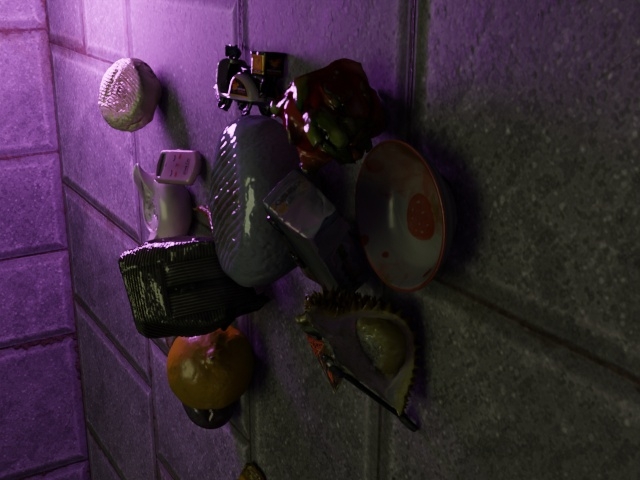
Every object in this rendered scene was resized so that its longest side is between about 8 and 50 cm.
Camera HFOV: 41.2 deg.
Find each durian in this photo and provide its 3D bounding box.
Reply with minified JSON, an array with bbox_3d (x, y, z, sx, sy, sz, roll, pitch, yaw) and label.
[{"bbox_3d":[0.063,0.175,1.564,0.172,0.167,0.306,-2,141,47],"label":"durian"}]

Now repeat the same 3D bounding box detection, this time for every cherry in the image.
[{"bbox_3d":[-0.321,0.448,2.406,0.176,0.140,0.176,49,154,35],"label":"cherry"}]

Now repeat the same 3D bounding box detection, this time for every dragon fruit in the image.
[{"bbox_3d":[0.032,-0.206,1.491,0.198,0.200,0.269,-65,32,22],"label":"dragon fruit"}]

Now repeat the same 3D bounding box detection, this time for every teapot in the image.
[{"bbox_3d":[-0.456,-0.071,2.462,0.208,0.165,0.300,-7,83,49],"label":"teapot"}]

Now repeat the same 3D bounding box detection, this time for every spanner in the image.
[{"bbox_3d":[0.093,0.287,1.589,0.015,0.254,0.054,-48,26,4],"label":"spanner"}]

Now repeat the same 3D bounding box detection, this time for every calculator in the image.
[{"bbox_3d":[-0.394,-0.202,2.348,0.174,0.032,0.100,6,80,35],"label":"calculator"}]

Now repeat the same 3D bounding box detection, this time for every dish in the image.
[{"bbox_3d":[0.163,-0.045,1.458,0.260,0.085,0.260,24,119,56],"label":"dish"}]

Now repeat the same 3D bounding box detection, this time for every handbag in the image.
[{"bbox_3d":[-0.280,0.096,1.989,0.240,0.340,0.248,-14,89,19],"label":"handbag"}]

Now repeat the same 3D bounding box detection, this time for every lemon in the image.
[{"bbox_3d":[-0.287,0.326,2.218,0.263,0.235,0.236,5,104,53],"label":"lemon"}]

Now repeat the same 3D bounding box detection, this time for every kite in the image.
[{"bbox_3d":[0.025,0.281,1.886,0.222,0.008,0.125,7,108,60],"label":"kite"}]

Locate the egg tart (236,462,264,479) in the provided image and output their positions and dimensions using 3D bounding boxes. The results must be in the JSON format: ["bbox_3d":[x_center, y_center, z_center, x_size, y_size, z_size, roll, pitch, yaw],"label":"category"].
[{"bbox_3d":[-0.191,0.681,2.349,0.130,0.052,0.131,29,126,50],"label":"egg tart"}]

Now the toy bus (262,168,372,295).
[{"bbox_3d":[0.000,0.000,1.574,0.138,0.112,0.317,40,172,28],"label":"toy bus"}]

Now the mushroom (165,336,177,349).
[{"bbox_3d":[-0.402,0.173,2.422,0.267,0.189,0.164,63,171,-21],"label":"mushroom"}]

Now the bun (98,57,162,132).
[{"bbox_3d":[-0.549,-0.423,2.514,0.220,0.134,0.221,-4,84,35],"label":"bun"}]

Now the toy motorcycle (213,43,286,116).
[{"bbox_3d":[-0.172,-0.363,1.933,0.263,0.090,0.157,23,111,54],"label":"toy motorcycle"}]

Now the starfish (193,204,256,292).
[{"bbox_3d":[-0.256,0.043,2.210,0.301,0.084,0.294,-6,94,54],"label":"starfish"}]

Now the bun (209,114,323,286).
[{"bbox_3d":[-0.111,-0.082,1.775,0.362,0.211,0.362,-177,90,-68],"label":"bun"}]
